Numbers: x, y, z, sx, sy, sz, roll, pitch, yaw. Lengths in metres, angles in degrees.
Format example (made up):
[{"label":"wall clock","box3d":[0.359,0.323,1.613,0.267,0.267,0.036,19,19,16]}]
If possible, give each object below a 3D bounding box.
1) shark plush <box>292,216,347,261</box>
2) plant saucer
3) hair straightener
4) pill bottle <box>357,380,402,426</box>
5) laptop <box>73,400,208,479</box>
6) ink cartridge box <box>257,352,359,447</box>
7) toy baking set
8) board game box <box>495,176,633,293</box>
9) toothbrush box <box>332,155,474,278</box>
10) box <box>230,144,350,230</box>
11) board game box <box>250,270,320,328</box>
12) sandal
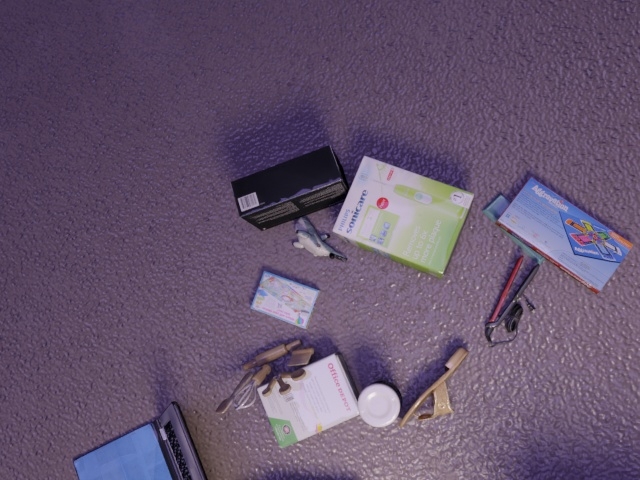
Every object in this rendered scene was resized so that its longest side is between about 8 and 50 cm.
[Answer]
[{"label":"shark plush","box3d":[0.000,0.000,1.561,0.161,0.073,0.067,28,56,19]},{"label":"plant saucer","box3d":[0.486,-0.031,1.489,0.067,0.018,0.192,-44,74,0]},{"label":"hair straightener","box3d":[0.463,0.155,1.445,0.089,0.047,0.230,26,86,14]},{"label":"pill bottle","box3d":[0.140,0.371,1.405,0.094,0.169,0.094,-2,80,10]},{"label":"laptop","box3d":[-0.404,0.631,1.438,0.237,0.408,0.381,-19,75,-28]},{"label":"ink cartridge box","box3d":[-0.020,0.382,1.475,0.213,0.093,0.154,-26,77,7]},{"label":"toy baking set","box3d":[-0.136,0.323,1.470,0.256,0.196,0.030,-24,109,10]},{"label":"board game box","box3d":[0.575,-0.016,1.451,0.281,0.027,0.145,38,81,13]},{"label":"toothbrush box","box3d":[0.203,-0.055,1.495,0.283,0.122,0.206,22,85,15]},{"label":"box","box3d":[-0.067,-0.125,1.526,0.262,0.184,0.103,-19,75,7]},{"label":"board game box","box3d":[-0.089,0.151,1.562,0.154,0.026,0.103,19,84,13]},{"label":"sandal","box3d":[0.286,0.363,1.422,0.079,0.088,0.240,38,84,21]}]
